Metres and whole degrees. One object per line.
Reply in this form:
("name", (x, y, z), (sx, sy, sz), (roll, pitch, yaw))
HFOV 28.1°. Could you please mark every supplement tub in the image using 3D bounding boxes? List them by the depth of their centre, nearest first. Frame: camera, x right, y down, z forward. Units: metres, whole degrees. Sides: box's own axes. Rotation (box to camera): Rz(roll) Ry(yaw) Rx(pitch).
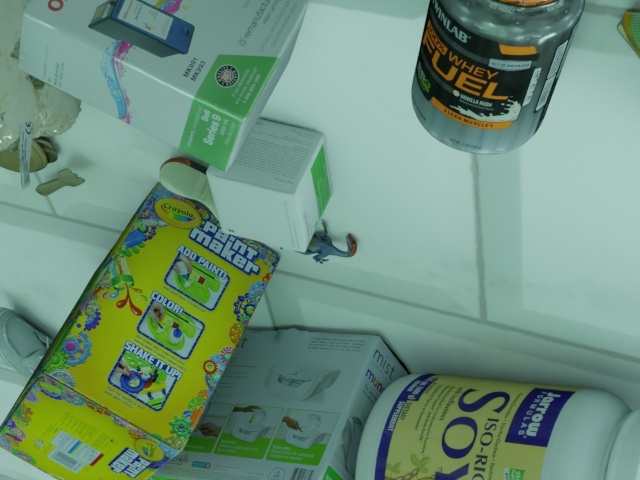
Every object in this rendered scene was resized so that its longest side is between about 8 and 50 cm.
("supplement tub", (0.140, -0.165, 1.007), (0.117, 0.117, 0.190), (20, 147, 9))
("supplement tub", (0.233, 0.283, 1.471), (0.331, 0.241, 0.241), (1, 141, 33))

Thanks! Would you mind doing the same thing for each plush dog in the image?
("plush dog", (-0.400, -0.161, 1.289), (0.225, 0.211, 0.262), (6, 144, 21))

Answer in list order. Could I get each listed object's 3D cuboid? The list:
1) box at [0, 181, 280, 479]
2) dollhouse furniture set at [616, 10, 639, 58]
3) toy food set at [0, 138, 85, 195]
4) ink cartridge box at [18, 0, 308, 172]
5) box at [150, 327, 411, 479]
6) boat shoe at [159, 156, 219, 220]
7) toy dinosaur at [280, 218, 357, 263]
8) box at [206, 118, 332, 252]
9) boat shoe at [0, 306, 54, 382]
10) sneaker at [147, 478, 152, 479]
("box", (-0.225, 0.132, 1.535), (0.177, 0.279, 0.290), (32, 148, -9))
("dollhouse furniture set", (0.284, -0.112, 1.012), (0.151, 0.058, 0.076), (44, 172, -26))
("toy food set", (-0.372, -0.125, 1.502), (0.192, 0.039, 0.132), (36, 154, -25))
("ink cartridge box", (-0.140, -0.183, 1.139), (0.212, 0.154, 0.093), (26, 148, 0))
("box", (-0.046, 0.237, 1.606), (0.262, 0.231, 0.127), (-2, 139, 36))
("boat shoe", (-0.116, -0.051, 1.419), (0.137, 0.049, 0.043), (27, -170, -7))
("toy dinosaur", (0.000, 0.000, 1.434), (0.082, 0.047, 0.090), (18, -179, -3))
("box", (-0.051, -0.059, 1.318), (0.102, 0.087, 0.101), (15, 147, 17))
("boat shoe", (-0.423, 0.172, 1.931), (0.081, 0.079, 0.227), (-1, 145, 22))
("sneaker", (-0.204, 0.416, 2.115), (0.130, 0.087, 0.227), (-10, 137, 40))
